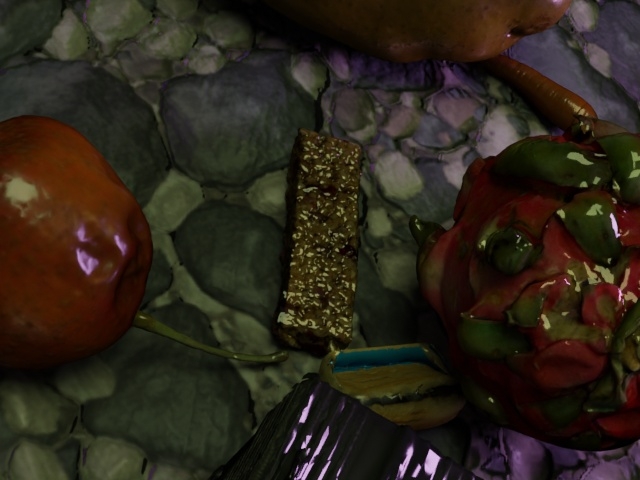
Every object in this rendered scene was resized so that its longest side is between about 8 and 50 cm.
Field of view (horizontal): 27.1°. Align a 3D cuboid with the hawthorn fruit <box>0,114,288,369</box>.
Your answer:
[{"bbox_3d":[-0.153,0.039,0.929,0.285,0.165,0.165,40,49,-22],"label":"hawthorn fruit"}]

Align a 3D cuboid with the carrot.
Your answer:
[{"bbox_3d":[0.201,-0.136,1.221,0.142,0.035,0.035,37,52,16],"label":"carrot"}]

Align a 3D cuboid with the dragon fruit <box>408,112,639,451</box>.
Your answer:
[{"bbox_3d":[0.204,0.023,0.986,0.231,0.237,0.303,57,31,-2],"label":"dragon fruit"}]

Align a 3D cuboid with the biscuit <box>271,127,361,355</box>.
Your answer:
[{"bbox_3d":[0.000,0.000,1.049,0.064,0.034,0.199,13,54,-11],"label":"biscuit"}]

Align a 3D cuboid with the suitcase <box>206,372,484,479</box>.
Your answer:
[{"bbox_3d":[-0.048,0.267,0.727,0.152,0.229,0.335,35,51,-5],"label":"suitcase"}]

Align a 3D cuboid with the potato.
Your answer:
[{"bbox_3d":[0.046,-0.268,1.172,0.369,0.195,0.176,13,20,-14],"label":"potato"}]

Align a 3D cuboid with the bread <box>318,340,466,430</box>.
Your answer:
[{"bbox_3d":[0.049,0.112,0.982,0.106,0.053,0.072,-4,35,-26],"label":"bread"}]
